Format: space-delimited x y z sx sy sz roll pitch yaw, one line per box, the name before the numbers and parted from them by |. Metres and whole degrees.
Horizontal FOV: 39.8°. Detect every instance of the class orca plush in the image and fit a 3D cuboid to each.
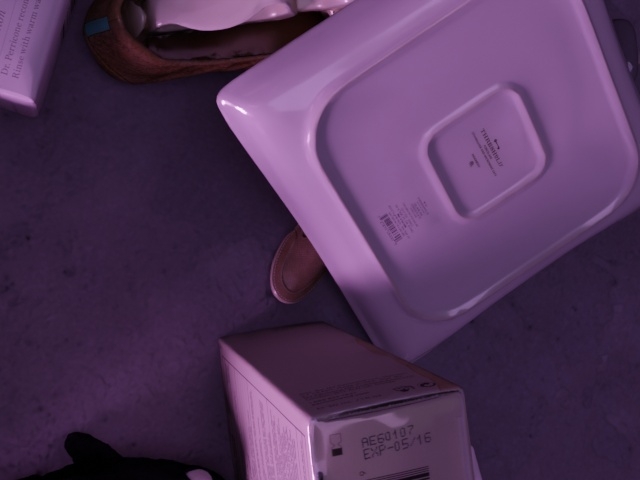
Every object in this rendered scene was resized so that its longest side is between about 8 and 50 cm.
orca plush | -0.219 0.225 0.775 0.287 0.102 0.151 -12 142 -6

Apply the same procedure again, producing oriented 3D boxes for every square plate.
square plate | 0.139 -0.080 0.787 0.344 0.049 0.347 -34 120 -2

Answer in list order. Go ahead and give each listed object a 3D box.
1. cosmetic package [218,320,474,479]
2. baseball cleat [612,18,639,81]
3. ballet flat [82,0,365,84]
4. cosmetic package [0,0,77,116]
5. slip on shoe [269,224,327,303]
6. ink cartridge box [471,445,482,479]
cosmetic package | 0.007 0.168 0.704 0.113 0.309 0.160 -8 97 -16
baseball cleat | 0.252 -0.131 0.884 0.109 0.072 0.206 14 88 -17
ballet flat | -0.032 -0.207 0.767 0.342 0.124 0.116 -11 96 -16
cosmetic package | -0.370 -0.251 0.649 0.384 0.156 0.217 18 88 -16
slip on shoe | 0.000 0.000 0.831 0.051 0.041 0.135 39 82 -15
ink cartridge box | 0.071 0.271 0.858 0.180 0.060 0.104 -19 99 -15
